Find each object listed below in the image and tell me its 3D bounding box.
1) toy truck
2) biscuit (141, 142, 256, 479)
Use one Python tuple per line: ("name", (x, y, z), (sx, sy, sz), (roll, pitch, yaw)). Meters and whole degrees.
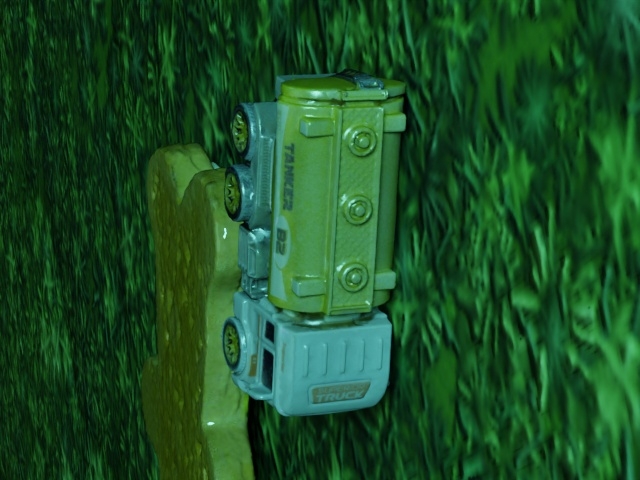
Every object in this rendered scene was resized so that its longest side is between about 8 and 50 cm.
("toy truck", (0.000, 0.000, 0.670), (0.063, 0.052, 0.123), (-144, 54, -61))
("biscuit", (-0.051, 0.075, 0.884), (0.158, 0.035, 0.240), (-130, 40, -67))
